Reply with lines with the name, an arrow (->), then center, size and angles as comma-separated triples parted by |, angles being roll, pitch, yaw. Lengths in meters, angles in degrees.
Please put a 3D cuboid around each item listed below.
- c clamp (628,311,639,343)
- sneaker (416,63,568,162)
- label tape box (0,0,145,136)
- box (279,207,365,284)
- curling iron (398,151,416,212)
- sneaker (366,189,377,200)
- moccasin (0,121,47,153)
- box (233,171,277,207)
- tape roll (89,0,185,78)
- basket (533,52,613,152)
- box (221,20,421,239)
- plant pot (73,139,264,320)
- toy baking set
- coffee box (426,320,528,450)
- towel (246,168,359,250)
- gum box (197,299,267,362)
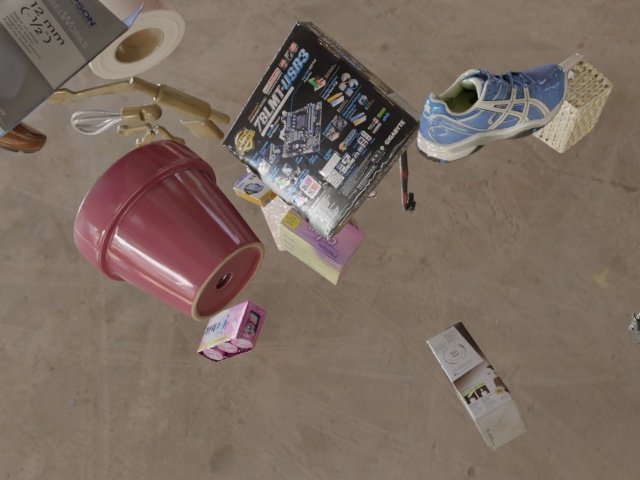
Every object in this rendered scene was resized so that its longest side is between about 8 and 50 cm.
c clamp -> 0.719, 0.156, 1.399 | 0.022, 0.161, 0.137 | 23, 44, 11
sneaker -> 0.212, -0.167, 0.762 | 0.211, 0.081, 0.080 | -27, 49, -13
label tape box -> -0.395, -0.212, 0.771 | 0.249, 0.115, 0.348 | -18, 33, 27
box -> 0.000, 0.000, 1.846 | 0.213, 0.243, 0.117 | 35, 76, 8
curling iron -> 0.278, -0.225, 2.096 | 0.035, 0.068, 0.274 | -7, 89, 26
sneaker -> 0.122, -0.129, 1.847 | 0.109, 0.043, 0.040 | -7, 58, 57
moccasin -> -0.741, -0.325, 1.328 | 0.380, 0.139, 0.147 | 39, 95, -11
box -> -0.170, -0.140, 1.700 | 0.136, 0.028, 0.081 | 25, 58, 42
tape roll -> -0.509, -0.561, 1.706 | 0.286, 0.286, 0.100 | -32, 84, -4
basket -> 0.504, -0.274, 1.295 | 0.113, 0.167, 0.103 | -36, 65, -10
box -> -0.002, -0.203, 1.204 | 0.293, 0.073, 0.295 | 42, 117, 9
plant pot -> -0.180, 0.000, 0.827 | 0.180, 0.201, 0.201 | 39, 75, 16
toy baking set -> -0.269, -0.183, 0.960 | 0.196, 0.256, 0.030 | -18, 65, 39
coffee box -> 0.421, 0.388, 1.726 | 0.118, 0.168, 0.297 | -30, 39, 2
towel -> -0.059, -0.124, 2.019 | 0.331, 0.317, 0.053 | -8, 21, 40
gum box -> -0.217, 0.226, 1.572 | 0.188, 0.062, 0.107 | -26, 37, 44
